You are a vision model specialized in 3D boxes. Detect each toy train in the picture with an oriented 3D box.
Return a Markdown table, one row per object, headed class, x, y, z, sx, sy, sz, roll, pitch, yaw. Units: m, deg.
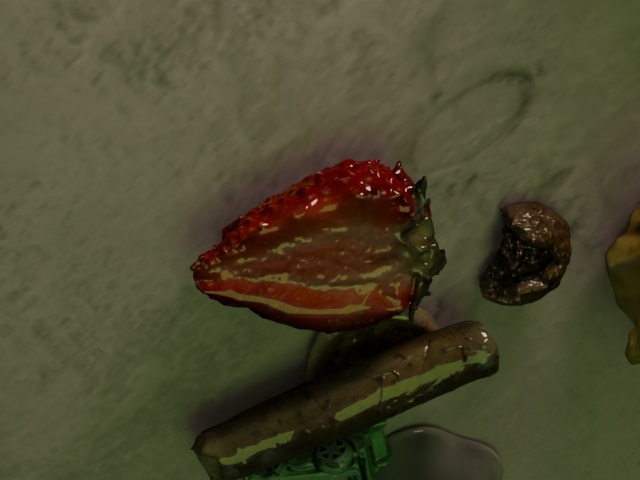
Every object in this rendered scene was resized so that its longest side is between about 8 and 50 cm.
| class | x | y | z | sx | sy | sz | roll | pitch | yaw |
| --- | --- | --- | --- | --- | --- | --- | --- | --- | --- |
| toy train | -0.002 | 0.235 | 1.756 | 0.149 | 0.081 | 0.099 | -7 | 131 | 9 |

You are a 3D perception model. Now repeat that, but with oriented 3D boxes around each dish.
| class | x | y | z | sx | sy | sz | roll | pitch | yaw |
| --- | --- | --- | --- | --- | --- | --- | --- | --- | --- |
| dish | 0.103 | 0.310 | 1.839 | 0.229 | 0.081 | 0.229 | -9 | 126 | -13 |

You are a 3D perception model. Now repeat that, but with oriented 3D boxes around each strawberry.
| class | x | y | z | sx | sy | sz | roll | pitch | yaw |
| --- | --- | --- | --- | --- | --- | --- | --- | --- | --- |
| strawberry | -0.002 | 0.014 | 1.589 | 0.228 | 0.098 | 0.174 | -21 | 124 | -1 |

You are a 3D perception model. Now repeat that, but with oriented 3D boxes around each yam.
| class | x | y | z | sx | sy | sz | roll | pitch | yaw |
| --- | --- | --- | --- | --- | --- | --- | --- | --- | --- |
| yam | 0.024 | 0.160 | 1.688 | 0.317 | 0.067 | 0.071 | -23 | 123 | 1 |

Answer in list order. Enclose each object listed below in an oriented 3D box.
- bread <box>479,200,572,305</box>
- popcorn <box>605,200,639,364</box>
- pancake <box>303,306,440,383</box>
| class | x | y | z | sx | sy | sz | roll | pitch | yaw |
| --- | --- | --- | --- | --- | --- | --- | --- | --- | --- |
| bread | 0.208 | 0.017 | 1.686 | 0.082 | 0.060 | 0.113 | 1 | 121 | -17 |
| popcorn | 0.435 | 0.050 | 1.639 | 0.312 | 0.312 | 0.312 | -9 | 126 | -13 |
| pancake | 0.054 | 0.123 | 1.727 | 0.151 | 0.025 | 0.152 | -9 | 131 | -11 |
